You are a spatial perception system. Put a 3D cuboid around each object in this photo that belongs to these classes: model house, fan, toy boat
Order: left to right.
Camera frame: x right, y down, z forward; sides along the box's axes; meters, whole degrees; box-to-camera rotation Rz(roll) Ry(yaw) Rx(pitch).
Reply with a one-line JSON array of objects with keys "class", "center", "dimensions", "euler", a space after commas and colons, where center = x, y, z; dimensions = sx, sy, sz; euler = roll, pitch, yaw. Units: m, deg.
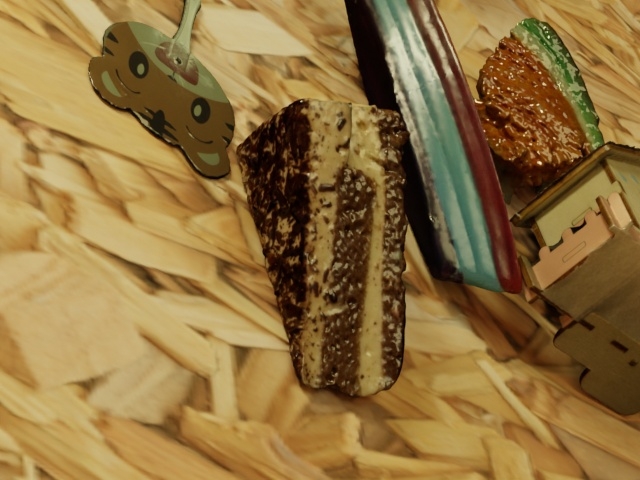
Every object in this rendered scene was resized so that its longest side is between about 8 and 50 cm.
[{"class": "fan", "center": [-0.125, -0.154, 1.554], "dimensions": [0.152, 0.008, 0.227], "euler": [36, 35, -20]}, {"class": "toy boat", "center": [0.100, -0.116, 1.705], "dimensions": [0.079, 0.136, 0.392], "euler": [-5, 61, -19]}, {"class": "model house", "center": [0.305, 0.026, 1.771], "dimensions": [0.326, 0.169, 0.244], "euler": [31, 29, -33]}]

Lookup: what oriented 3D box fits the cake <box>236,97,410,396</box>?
[{"class": "cake", "center": [-0.003, 0.011, 1.503], "dimensions": [0.112, 0.135, 0.246], "euler": [6, 80, -33]}]

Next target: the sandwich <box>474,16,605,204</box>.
[{"class": "sandwich", "center": [0.204, -0.130, 1.862], "dimensions": [0.160, 0.109, 0.185], "euler": [-12, 67, -33]}]
